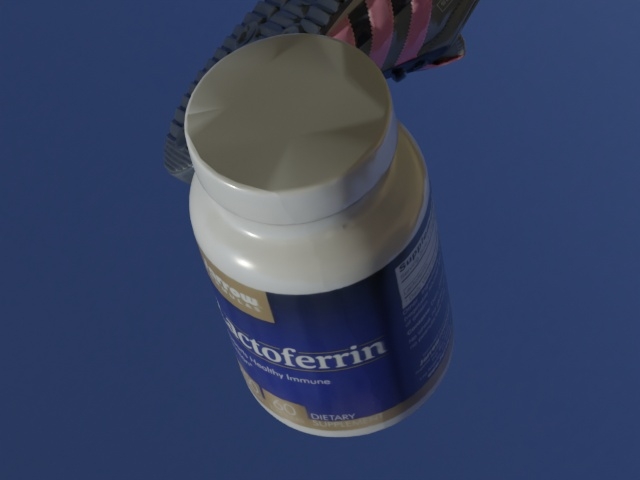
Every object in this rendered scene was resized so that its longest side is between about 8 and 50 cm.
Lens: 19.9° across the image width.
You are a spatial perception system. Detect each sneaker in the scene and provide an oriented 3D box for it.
[{"bbox_3d":[0.032,-0.137,1.272,0.131,0.319,0.112,42,-174,-33],"label":"sneaker"}]

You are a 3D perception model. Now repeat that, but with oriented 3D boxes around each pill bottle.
[{"bbox_3d":[0.000,0.000,1.175,0.153,0.264,0.153,-5,-127,7],"label":"pill bottle"}]
